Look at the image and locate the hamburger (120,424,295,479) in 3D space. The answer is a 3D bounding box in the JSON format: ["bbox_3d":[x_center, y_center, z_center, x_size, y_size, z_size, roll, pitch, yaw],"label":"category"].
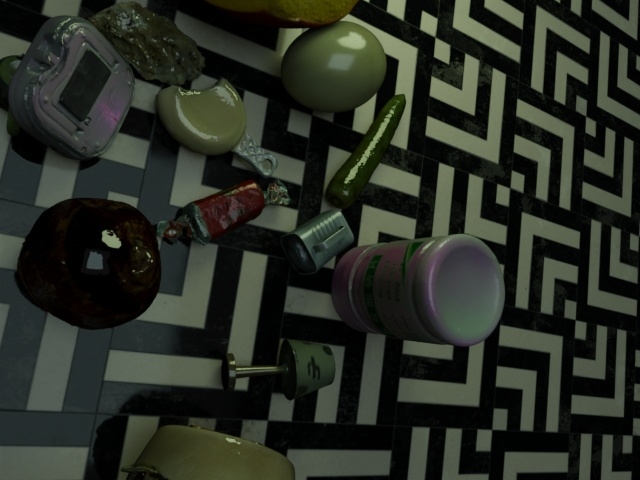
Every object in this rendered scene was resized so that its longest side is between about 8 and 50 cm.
[{"bbox_3d":[-0.180,0.426,0.880,0.302,0.302,0.171,33,52,-24],"label":"hamburger"}]

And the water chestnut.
[{"bbox_3d":[-0.374,0.039,0.861,0.224,0.238,0.224,50,24,-31],"label":"water chestnut"}]

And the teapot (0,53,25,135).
[{"bbox_3d":[-0.485,-0.245,0.868,0.092,0.090,0.124,-24,97,-29],"label":"teapot"}]

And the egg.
[{"bbox_3d":[0.029,-0.367,1.131,0.241,0.186,0.186,-14,93,-29],"label":"egg"}]

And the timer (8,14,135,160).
[{"bbox_3d":[-0.400,-0.247,0.882,0.209,0.069,0.191,-70,156,-14],"label":"timer"}]

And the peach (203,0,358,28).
[{"bbox_3d":[-0.088,-0.553,1.028,0.380,0.243,0.306,25,37,8],"label":"peach"}]

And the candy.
[{"bbox_3d":[-0.184,-0.058,1.049,0.292,0.059,0.086,-28,98,-31],"label":"candy"}]

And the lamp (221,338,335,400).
[{"bbox_3d":[-0.082,0.255,1.049,0.214,0.121,0.122,2,85,-22],"label":"lamp"}]

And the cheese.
[{"bbox_3d":[-0.201,-0.207,1.047,0.163,0.070,0.249,-39,106,-28],"label":"cheese"}]

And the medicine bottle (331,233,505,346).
[{"bbox_3d":[0.189,0.101,1.103,0.211,0.325,0.212,2,86,-31],"label":"medicine bottle"}]

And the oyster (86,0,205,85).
[{"bbox_3d":[-0.310,-0.377,0.998,0.209,0.072,0.133,39,70,-24],"label":"oyster"}]

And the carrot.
[{"bbox_3d":[0.119,-0.219,1.243,0.074,0.074,0.359,42,63,-21],"label":"carrot"}]

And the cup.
[{"bbox_3d":[0.000,0.000,1.115,0.129,0.128,0.095,-35,102,-31],"label":"cup"}]
